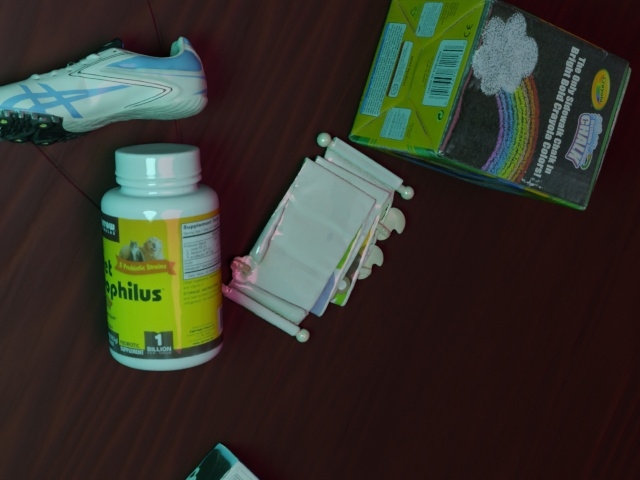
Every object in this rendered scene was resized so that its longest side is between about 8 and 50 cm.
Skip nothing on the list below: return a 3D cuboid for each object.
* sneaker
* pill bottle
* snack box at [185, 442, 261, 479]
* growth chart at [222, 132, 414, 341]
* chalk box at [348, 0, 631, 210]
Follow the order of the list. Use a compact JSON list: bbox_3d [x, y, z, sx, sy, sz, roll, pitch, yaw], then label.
[{"bbox_3d":[-0.226,-0.146,1.095,0.237,0.085,0.086,-12,81,-24],"label":"sneaker"},{"bbox_3d":[-0.159,0.014,1.142,0.117,0.117,0.215,-8,105,-29],"label":"pill bottle"},{"bbox_3d":[-0.155,0.409,1.271,0.322,0.060,0.187,-47,120,-13],"label":"snack box"},{"bbox_3d":[0.000,0.000,1.290,0.172,0.021,0.237,40,80,-32],"label":"growth chart"},{"bbox_3d":[0.214,-0.148,1.292,0.289,0.179,0.180,17,92,-34],"label":"chalk box"}]
